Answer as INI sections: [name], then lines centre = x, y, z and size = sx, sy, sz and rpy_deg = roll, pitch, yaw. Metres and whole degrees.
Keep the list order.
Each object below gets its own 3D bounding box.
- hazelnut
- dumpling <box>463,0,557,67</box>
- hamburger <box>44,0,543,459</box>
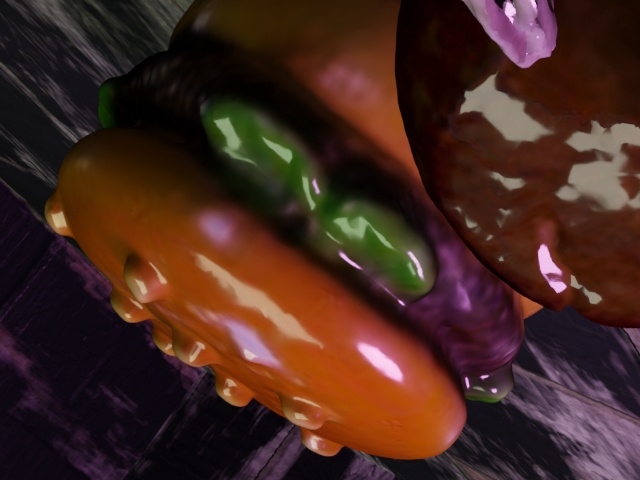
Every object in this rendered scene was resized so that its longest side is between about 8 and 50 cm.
[hazelnut]
centre = 0.151, -0.078, 0.651
size = 0.234, 0.218, 0.218
rpy_deg = 51, 161, -21
[dumpling]
centre = -0.050, -0.211, 0.487
size = 0.341, 0.181, 0.260
rpy_deg = 19, -156, 3
[hamburger]
centre = 0.000, 0.000, 1.046
size = 0.395, 0.277, 0.396
rpy_deg = 34, 167, 9
